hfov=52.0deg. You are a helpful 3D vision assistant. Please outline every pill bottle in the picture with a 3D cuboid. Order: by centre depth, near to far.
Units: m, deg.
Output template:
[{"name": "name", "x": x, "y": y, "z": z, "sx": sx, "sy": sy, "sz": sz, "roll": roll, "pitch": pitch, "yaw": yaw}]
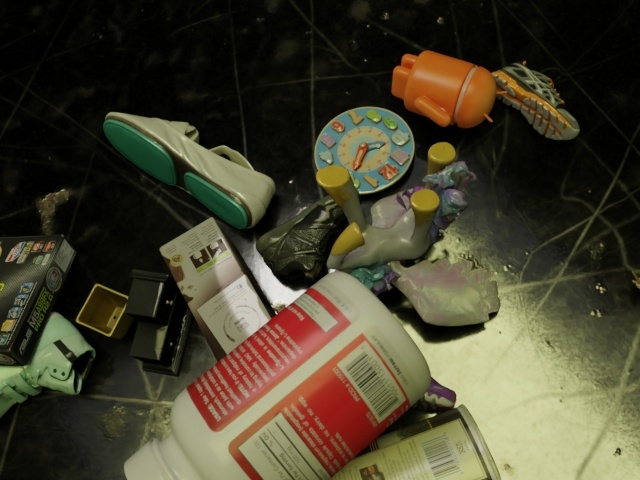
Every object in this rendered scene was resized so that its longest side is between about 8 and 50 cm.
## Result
[{"name": "pill bottle", "x": -0.060, "y": 0.250, "z": 0.939, "sx": 0.407, "sy": 0.229, "sz": 0.229, "roll": -38, "pitch": 68, "yaw": -12}]

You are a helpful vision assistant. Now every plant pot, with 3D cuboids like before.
[{"name": "plant pot", "x": -0.400, "y": 0.144, "z": 1.263, "sx": 0.081, "sy": 0.083, "sz": 0.081, "roll": 20, "pitch": 73, "yaw": 17}]

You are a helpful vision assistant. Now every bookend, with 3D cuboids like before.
[{"name": "bookend", "x": -0.302, "y": 0.153, "z": 1.204, "sx": 0.072, "sy": 0.157, "sz": 0.156, "roll": 7, "pitch": 69, "yaw": 12}]

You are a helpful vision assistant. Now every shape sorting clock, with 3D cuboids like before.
[{"name": "shape sorting clock", "x": 0.088, "y": -0.187, "z": 1.337, "sx": 0.206, "sy": 0.040, "sz": 0.206, "roll": -3, "pitch": 68, "yaw": 8}]

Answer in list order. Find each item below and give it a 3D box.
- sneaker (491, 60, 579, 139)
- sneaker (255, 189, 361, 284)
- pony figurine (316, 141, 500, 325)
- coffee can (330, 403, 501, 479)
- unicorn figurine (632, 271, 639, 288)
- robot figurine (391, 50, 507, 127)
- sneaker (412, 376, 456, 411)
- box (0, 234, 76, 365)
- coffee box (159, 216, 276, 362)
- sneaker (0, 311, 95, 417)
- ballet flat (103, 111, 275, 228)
[{"name": "sneaker", "x": 0.434, "y": -0.284, "z": 1.298, "sx": 0.083, "sy": 0.084, "sz": 0.215, "roll": -36, "pitch": 67, "yaw": -11}, {"name": "sneaker", "x": 0.000, "y": 0.000, "z": 1.256, "sx": 0.227, "sy": 0.087, "sz": 0.130, "roll": -33, "pitch": 69, "yaw": -1}, {"name": "pony figurine", "x": 0.139, "y": -0.001, "z": 1.128, "sx": 0.350, "sy": 0.363, "sz": 0.303, "roll": -14, "pitch": 59, "yaw": -13}, {"name": "coffee can", "x": 0.132, "y": 0.397, "z": 1.013, "sx": 0.275, "sy": 0.201, "sz": 0.202, "roll": -21, "pitch": 67, "yaw": 1}, {"name": "unicorn figurine", "x": 0.608, "y": 0.115, "z": 1.130, "sx": 0.161, "sy": 0.060, "sz": 0.111, "roll": 0, "pitch": 67, "yaw": -8}, {"name": "robot figurine", "x": 0.252, "y": -0.298, "z": 1.308, "sx": 0.219, "sy": 0.158, "sz": 0.128, "roll": 22, "pitch": 108, "yaw": 17}, {"name": "sneaker", "x": 0.134, "y": 0.214, "z": 1.148, "sx": 0.236, "sy": 0.095, "sz": 0.105, "roll": 24, "pitch": 67, "yaw": 18}, {"name": "box", "x": -0.626, "y": 0.112, "z": 1.276, "sx": 0.216, "sy": 0.060, "sz": 0.270, "roll": -1, "pitch": 51, "yaw": 14}, {"name": "coffee box", "x": -0.154, "y": 0.129, "z": 1.184, "sx": 0.118, "sy": 0.168, "sz": 0.297, "roll": -32, "pitch": 67, "yaw": -4}, {"name": "sneaker", "x": -0.539, "y": 0.270, "z": 1.226, "sx": 0.151, "sy": 0.094, "sz": 0.256, "roll": 30, "pitch": 74, "yaw": 25}, {"name": "ballet flat", "x": -0.262, "y": -0.165, "z": 1.353, "sx": 0.400, "sy": 0.139, "sz": 0.139, "roll": 32, "pitch": 77, "yaw": 15}]
